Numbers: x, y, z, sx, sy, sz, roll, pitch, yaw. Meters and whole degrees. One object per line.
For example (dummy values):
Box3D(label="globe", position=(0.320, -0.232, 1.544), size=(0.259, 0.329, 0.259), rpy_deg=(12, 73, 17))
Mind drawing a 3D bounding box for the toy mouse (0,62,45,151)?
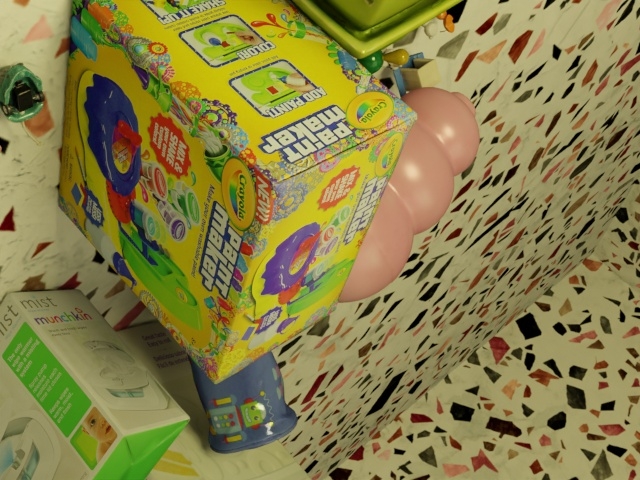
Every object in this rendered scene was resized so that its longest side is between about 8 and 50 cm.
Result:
Box3D(label="toy mouse", position=(-0.295, -0.110, 0.850), size=(0.161, 0.031, 0.143), rpy_deg=(-49, 158, 10))

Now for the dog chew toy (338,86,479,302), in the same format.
Box3D(label="dog chew toy", position=(0.079, -0.075, 1.277), size=(0.332, 0.206, 0.206), rpy_deg=(-44, 159, -12))

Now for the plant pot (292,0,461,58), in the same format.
Box3D(label="plant pot", position=(0.053, -0.312, 0.871), size=(0.227, 0.228, 0.207), rpy_deg=(-36, 164, -29))

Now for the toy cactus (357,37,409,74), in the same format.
Box3D(label="toy cactus", position=(0.032, -0.196, 1.224), size=(0.219, 0.112, 0.180), rpy_deg=(-50, 170, -11))

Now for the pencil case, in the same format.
Box3D(label="pencil case", position=(-0.124, 0.113, 1.237), size=(0.119, 0.306, 0.133), rpy_deg=(-16, -178, -9))

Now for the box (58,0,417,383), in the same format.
Box3D(label="box", position=(-0.098, -0.074, 0.939), size=(0.177, 0.279, 0.290), rpy_deg=(-29, 153, -36))

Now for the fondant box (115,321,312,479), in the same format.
Box3D(label="fondant box", position=(-0.198, 0.265, 1.293), size=(0.238, 0.330, 0.096), rpy_deg=(-9, 139, -57))

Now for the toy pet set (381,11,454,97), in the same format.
Box3D(label="toy pet set", position=(0.125, -0.265, 1.335), size=(0.122, 0.065, 0.114), rpy_deg=(-37, 122, -28))

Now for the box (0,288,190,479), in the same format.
Box3D(label="box", position=(-0.322, 0.226, 1.136), size=(0.262, 0.231, 0.127), rpy_deg=(-52, 158, 18))

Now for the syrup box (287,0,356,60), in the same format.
Box3D(label="syrup box", position=(-0.046, -0.172, 1.047), size=(0.096, 0.093, 0.237), rpy_deg=(-22, 160, -34))
